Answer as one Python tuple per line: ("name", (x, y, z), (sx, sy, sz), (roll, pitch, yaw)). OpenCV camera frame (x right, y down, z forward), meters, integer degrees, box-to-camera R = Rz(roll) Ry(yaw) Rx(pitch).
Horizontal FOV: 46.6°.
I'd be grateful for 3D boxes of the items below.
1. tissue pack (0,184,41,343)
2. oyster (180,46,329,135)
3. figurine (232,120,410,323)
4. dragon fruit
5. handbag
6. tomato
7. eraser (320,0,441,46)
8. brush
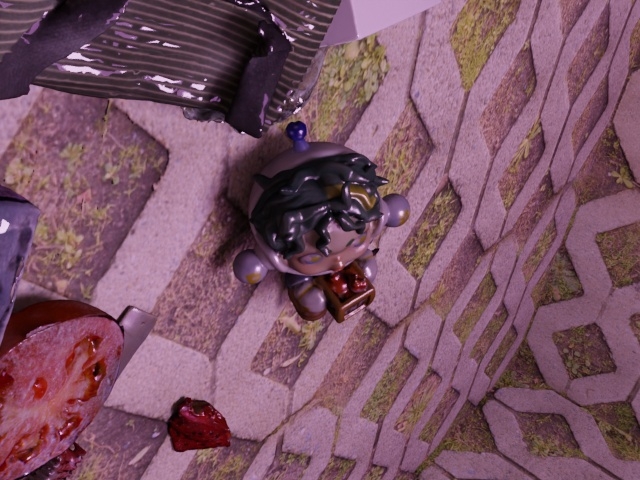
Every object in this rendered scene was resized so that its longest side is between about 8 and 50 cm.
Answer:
("tissue pack", (-0.403, 0.056, 0.523), (0.361, 0.122, 0.259), (11, 105, -59))
("oyster", (-0.084, -0.213, 0.813), (0.267, 0.112, 0.198), (6, 91, -52))
("figurine", (-0.002, 0.003, 1.072), (0.261, 0.186, 0.382), (-36, 152, -18))
("dragon fruit", (-0.183, 0.293, 1.181), (0.097, 0.063, 0.131), (-39, 147, -33))
("handbag", (-0.135, -0.222, 0.531), (0.340, 0.247, 0.240), (0, 118, -39))
("tomato", (-0.317, 0.153, 0.798), (0.225, 0.085, 0.225), (-44, 150, -33))
("eraser", (0.062, -0.296, 0.887), (0.298, 0.076, 0.078), (-43, 126, -55))
("brush", (-0.305, 0.230, 0.940), (0.321, 0.050, 0.060), (-57, 149, -5))
